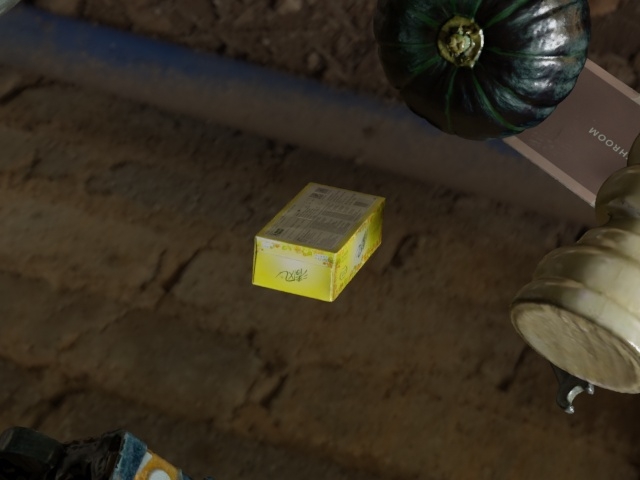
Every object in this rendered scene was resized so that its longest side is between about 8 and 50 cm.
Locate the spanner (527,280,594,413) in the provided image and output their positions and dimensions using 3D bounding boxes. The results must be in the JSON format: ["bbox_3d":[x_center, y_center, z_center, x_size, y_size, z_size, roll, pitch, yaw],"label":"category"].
[{"bbox_3d":[0.302,0.135,1.960,0.054,0.254,0.015,-39,121,15],"label":"spanner"}]

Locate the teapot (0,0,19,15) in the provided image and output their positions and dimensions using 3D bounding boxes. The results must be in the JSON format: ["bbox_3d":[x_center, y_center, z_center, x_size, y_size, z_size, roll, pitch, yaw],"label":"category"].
[{"bbox_3d":[-0.390,-0.237,1.181,0.305,0.285,0.223,-42,87,24],"label":"teapot"}]

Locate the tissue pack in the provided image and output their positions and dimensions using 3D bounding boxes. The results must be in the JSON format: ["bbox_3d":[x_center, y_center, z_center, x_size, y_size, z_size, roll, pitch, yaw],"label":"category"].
[{"bbox_3d":[0.000,0.000,1.648,0.095,0.176,0.062,12,116,15],"label":"tissue pack"}]

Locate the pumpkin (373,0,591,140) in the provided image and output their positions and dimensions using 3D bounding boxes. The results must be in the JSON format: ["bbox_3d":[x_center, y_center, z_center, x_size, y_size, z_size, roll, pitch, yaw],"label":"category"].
[{"bbox_3d":[0.140,-0.186,1.321,0.202,0.140,0.202,11,117,23],"label":"pumpkin"}]

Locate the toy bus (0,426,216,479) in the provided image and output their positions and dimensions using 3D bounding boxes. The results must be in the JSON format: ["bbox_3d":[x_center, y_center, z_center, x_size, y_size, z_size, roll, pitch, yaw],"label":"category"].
[{"bbox_3d":[-0.206,0.246,1.047,0.323,0.162,0.194,-14,137,40],"label":"toy bus"}]

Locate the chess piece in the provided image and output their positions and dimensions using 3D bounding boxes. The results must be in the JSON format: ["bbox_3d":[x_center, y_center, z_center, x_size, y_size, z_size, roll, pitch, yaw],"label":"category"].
[{"bbox_3d":[0.336,-0.005,1.549,0.167,0.300,0.167,30,159,13],"label":"chess piece"}]

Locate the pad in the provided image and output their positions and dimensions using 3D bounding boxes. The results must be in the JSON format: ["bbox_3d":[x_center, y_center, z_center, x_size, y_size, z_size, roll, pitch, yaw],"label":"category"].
[{"bbox_3d":[0.355,-0.111,1.798,0.266,0.176,0.002,38,153,17],"label":"pad"}]
